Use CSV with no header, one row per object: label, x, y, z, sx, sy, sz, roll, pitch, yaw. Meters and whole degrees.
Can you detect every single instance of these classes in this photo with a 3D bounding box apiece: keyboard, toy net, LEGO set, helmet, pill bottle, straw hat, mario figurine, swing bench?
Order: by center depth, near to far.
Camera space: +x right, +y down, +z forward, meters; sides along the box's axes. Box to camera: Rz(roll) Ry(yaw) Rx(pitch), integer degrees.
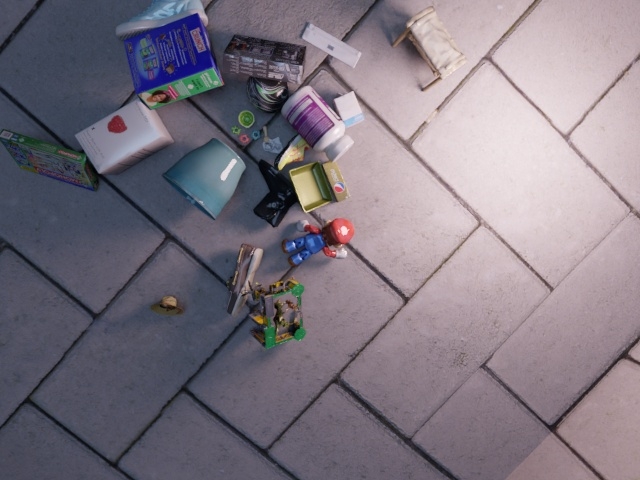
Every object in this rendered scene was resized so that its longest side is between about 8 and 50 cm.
swing bench,0.448,-0.773,1.701,0.165,0.254,0.253,-36,98,2
helmet,-0.222,-0.611,1.733,0.161,0.169,0.169,-12,98,-18
pill bottle,-0.006,-0.474,1.746,0.169,0.169,0.301,-42,92,3
keyboard,0.047,-0.831,1.796,0.256,0.014,0.072,28,100,-6
toy net,-0.268,-0.444,1.809,0.232,0.045,0.122,39,93,-7
mario figurine,0.000,0.000,1.864,0.320,0.170,0.198,-23,134,10
LEGO set,-0.206,0.304,1.865,0.255,0.192,0.331,-22,116,-29
straw hat,-0.673,0.281,1.867,0.144,0.144,0.061,5,59,-4

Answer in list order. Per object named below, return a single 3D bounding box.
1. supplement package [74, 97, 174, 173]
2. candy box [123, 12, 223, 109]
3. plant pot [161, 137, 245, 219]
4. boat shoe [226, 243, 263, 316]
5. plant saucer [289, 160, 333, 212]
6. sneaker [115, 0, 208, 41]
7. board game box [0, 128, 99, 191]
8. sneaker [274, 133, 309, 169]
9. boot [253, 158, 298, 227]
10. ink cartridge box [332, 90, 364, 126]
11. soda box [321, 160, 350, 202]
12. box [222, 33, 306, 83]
supplement package,-0.789,-0.416,1.718,0.293,0.175,0.177,-30,97,1
candy box,-0.574,-0.700,1.655,0.317,0.122,0.268,-19,75,3
plant pot,-0.453,-0.266,1.727,0.272,0.271,0.255,41,78,-7
boat shoe,-0.353,0.173,1.851,0.097,0.116,0.324,21,97,6
plant saucer,-0.049,-0.228,1.811,0.188,0.045,0.188,-27,100,-41
sneaker,-0.648,-0.900,1.701,0.366,0.135,0.150,-16,85,-7
board game box,-1.085,-0.318,1.703,0.317,0.213,0.046,17,61,-5
sneaker,-0.114,-0.362,1.785,0.094,0.081,0.208,45,65,-21
boot,-0.223,-0.199,1.817,0.246,0.094,0.207,42,89,-13
ink cartridge box,0.114,-0.559,1.792,0.090,0.092,0.143,-23,98,-1
soda box,0.067,-0.260,1.844,0.061,0.058,0.181,-23,97,-1
box,-0.214,-0.725,1.679,0.307,0.242,0.076,7,131,-5
